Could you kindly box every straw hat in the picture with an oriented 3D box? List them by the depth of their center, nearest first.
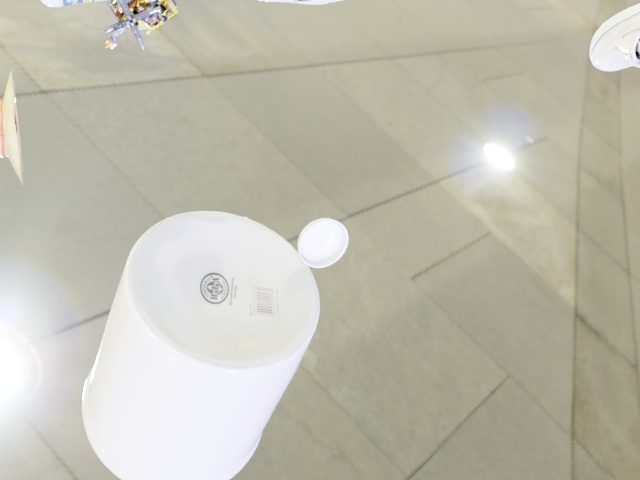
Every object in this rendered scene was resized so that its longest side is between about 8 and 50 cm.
[{"bbox_3d":[-0.408,-0.139,1.089,0.061,0.144,0.144,-6,46,-18],"label":"straw hat"}]

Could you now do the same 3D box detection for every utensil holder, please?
[{"bbox_3d":[-0.205,0.186,1.440,0.328,0.385,0.327,12,47,-13],"label":"utensil holder"}]

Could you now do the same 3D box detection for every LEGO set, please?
[{"bbox_3d":[-0.323,-0.512,1.492,0.192,0.255,0.331,37,-25,61],"label":"LEGO set"}]

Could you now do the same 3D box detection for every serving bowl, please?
[{"bbox_3d":[0.000,0.000,1.360,0.083,0.083,0.027,15,18,-32],"label":"serving bowl"}]

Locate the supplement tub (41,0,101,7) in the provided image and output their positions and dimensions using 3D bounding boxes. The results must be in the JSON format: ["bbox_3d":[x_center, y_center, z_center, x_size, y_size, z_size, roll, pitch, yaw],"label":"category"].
[{"bbox_3d":[-0.214,-0.335,0.941,0.200,0.144,0.144,-12,48,-13],"label":"supplement tub"}]

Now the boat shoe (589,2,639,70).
[{"bbox_3d":[0.532,-0.324,1.416,0.096,0.267,0.088,23,69,-21],"label":"boat shoe"}]

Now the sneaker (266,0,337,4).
[{"bbox_3d":[0.027,-0.354,0.847,0.366,0.210,0.137,-22,31,-35],"label":"sneaker"}]
